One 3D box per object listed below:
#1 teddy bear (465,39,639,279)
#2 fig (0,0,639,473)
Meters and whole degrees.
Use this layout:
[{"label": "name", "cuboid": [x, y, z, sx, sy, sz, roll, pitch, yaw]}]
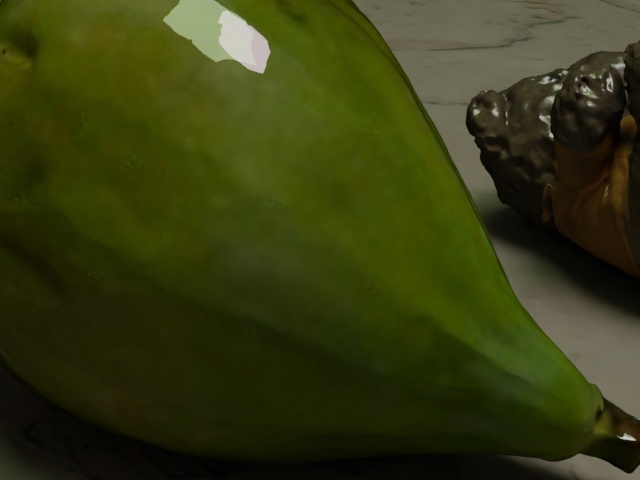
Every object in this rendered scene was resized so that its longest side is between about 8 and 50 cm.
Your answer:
[{"label": "teddy bear", "cuboid": [0.170, -0.039, 1.014, 0.177, 0.140, 0.190, 17, 5, -39]}, {"label": "fig", "cuboid": [-0.016, -0.022, 0.809, 0.314, 0.233, 0.233, 8, 25, 21]}]
